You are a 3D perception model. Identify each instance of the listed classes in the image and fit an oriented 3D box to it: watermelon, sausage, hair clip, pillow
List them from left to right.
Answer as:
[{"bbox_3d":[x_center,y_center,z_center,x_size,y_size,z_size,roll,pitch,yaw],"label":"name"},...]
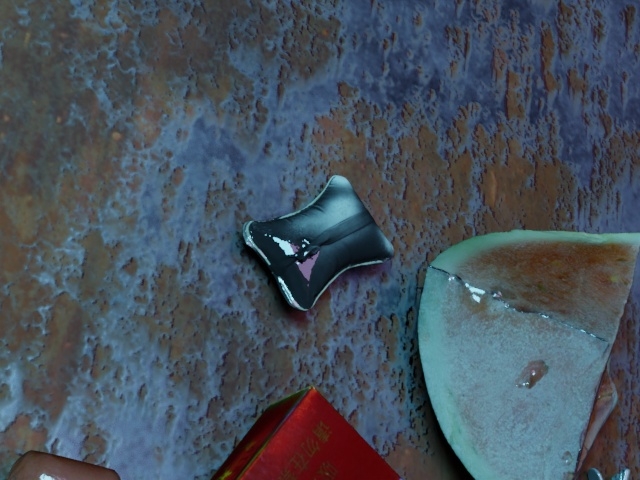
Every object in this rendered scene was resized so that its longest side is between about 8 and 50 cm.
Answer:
[{"bbox_3d":[-0.192,0.193,1.055,0.094,0.059,0.054,20,74,-30],"label":"sausage"},{"bbox_3d":[-0.001,0.001,1.260,0.091,0.055,0.136,37,45,24],"label":"pillow"},{"bbox_3d":[0.212,0.099,1.293,0.256,0.176,0.260,61,30,-7],"label":"watermelon"},{"bbox_3d":[0.271,0.272,1.342,0.039,0.030,0.115,15,60,-6],"label":"hair clip"}]

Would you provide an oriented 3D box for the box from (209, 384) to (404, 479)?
[{"bbox_3d":[0.028,0.300,1.137,0.313,0.089,0.197,47,52,-9],"label":"box"}]
